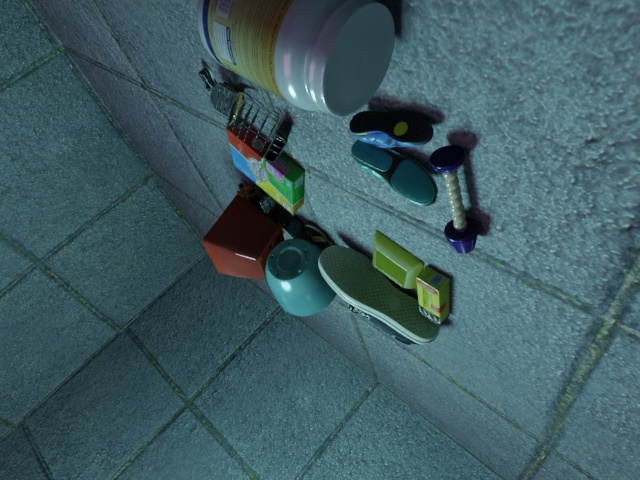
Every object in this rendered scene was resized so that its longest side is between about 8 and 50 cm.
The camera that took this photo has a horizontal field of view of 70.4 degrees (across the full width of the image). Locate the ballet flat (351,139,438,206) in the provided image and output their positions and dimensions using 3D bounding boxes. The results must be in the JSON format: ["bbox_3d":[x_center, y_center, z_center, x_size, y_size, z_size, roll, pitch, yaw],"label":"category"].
[{"bbox_3d":[0.182,-0.162,1.068,0.247,0.083,0.087,39,-165,23],"label":"ballet flat"}]

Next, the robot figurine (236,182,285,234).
[{"bbox_3d":[-0.276,-0.133,2.048,0.211,0.085,0.291,23,152,46],"label":"robot figurine"}]

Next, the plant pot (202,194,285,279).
[{"bbox_3d":[-0.297,0.015,1.924,0.235,0.267,0.267,22,152,18],"label":"plant pot"}]

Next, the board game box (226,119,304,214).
[{"bbox_3d":[-0.194,-0.262,1.641,0.316,0.064,0.242,40,161,14],"label":"board game box"}]

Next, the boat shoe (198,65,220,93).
[{"bbox_3d":[-0.366,-0.515,1.510,0.046,0.038,0.125,34,158,29],"label":"boat shoe"}]

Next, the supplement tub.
[{"bbox_3d":[-0.046,-0.379,0.836,0.316,0.228,0.228,36,159,26],"label":"supplement tub"}]

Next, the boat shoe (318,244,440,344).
[{"bbox_3d":[0.194,0.206,1.638,0.500,0.187,0.156,36,154,11],"label":"boat shoe"}]

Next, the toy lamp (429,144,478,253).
[{"bbox_3d":[0.295,-0.076,0.993,0.080,0.080,0.275,26,153,44],"label":"toy lamp"}]

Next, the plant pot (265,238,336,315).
[{"bbox_3d":[-0.089,0.126,1.837,0.293,0.293,0.235,33,165,31],"label":"plant pot"}]

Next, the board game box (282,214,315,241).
[{"bbox_3d":[-0.093,-0.038,1.957,0.126,0.026,0.186,47,161,-4],"label":"board game box"}]

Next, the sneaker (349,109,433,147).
[{"bbox_3d":[0.162,-0.234,0.983,0.209,0.069,0.082,19,175,42],"label":"sneaker"}]

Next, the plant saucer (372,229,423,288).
[{"bbox_3d":[0.237,0.077,1.480,0.188,0.045,0.188,37,159,22],"label":"plant saucer"}]

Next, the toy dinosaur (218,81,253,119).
[{"bbox_3d":[-0.268,-0.452,1.438,0.112,0.064,0.211,30,164,-13],"label":"toy dinosaur"}]

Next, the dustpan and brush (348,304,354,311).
[{"bbox_3d":[0.143,0.213,1.755,0.147,0.060,0.211,47,-161,-5],"label":"dustpan and brush"}]

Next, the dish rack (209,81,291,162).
[{"bbox_3d":[-0.225,-0.364,1.397,0.271,0.074,0.208,30,162,-11],"label":"dish rack"}]

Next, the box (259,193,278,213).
[{"bbox_3d":[-0.206,-0.159,1.850,0.018,0.083,0.067,31,157,34],"label":"box"}]

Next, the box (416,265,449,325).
[{"bbox_3d":[0.355,0.177,1.423,0.087,0.058,0.232,34,158,32],"label":"box"}]

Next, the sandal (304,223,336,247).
[{"bbox_3d":[0.000,0.000,1.806,0.180,0.049,0.072,45,161,0],"label":"sandal"}]
